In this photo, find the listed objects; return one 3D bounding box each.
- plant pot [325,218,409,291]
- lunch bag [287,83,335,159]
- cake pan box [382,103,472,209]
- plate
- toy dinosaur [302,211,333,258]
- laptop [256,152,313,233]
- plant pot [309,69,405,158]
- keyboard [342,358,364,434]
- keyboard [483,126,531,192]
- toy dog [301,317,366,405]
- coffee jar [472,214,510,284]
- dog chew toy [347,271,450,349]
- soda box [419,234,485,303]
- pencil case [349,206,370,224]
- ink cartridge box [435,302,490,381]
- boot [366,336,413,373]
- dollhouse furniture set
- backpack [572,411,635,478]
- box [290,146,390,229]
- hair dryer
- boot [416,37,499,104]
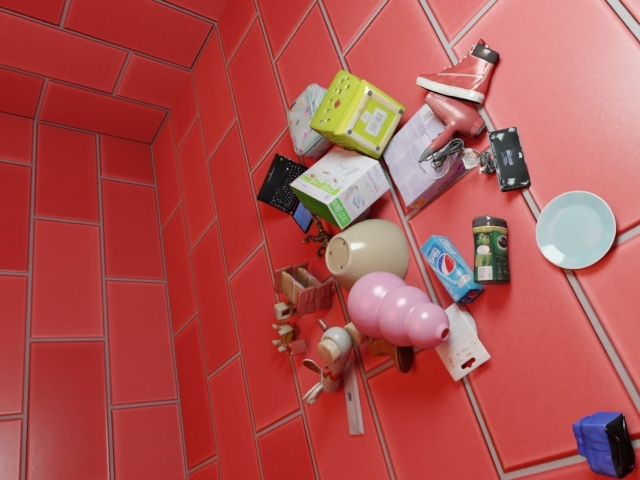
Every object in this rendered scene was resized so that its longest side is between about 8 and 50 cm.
[{"bbox_3d":[0.129,0.058,1.675,0.284,0.191,0.283,-11,76,52],"label":"plant pot"},{"bbox_3d":[-0.029,-0.495,2.046,0.224,0.108,0.279,-38,55,43],"label":"lunch bag"},{"bbox_3d":[0.325,-0.272,1.576,0.246,0.070,0.266,-45,51,36],"label":"cake pan box"},{"bbox_3d":[0.610,-0.025,1.190,0.188,0.024,0.188,-11,77,51],"label":"plate"},{"bbox_3d":[0.000,0.000,1.936,0.118,0.064,0.268,-45,71,34],"label":"toy dinosaur"},{"bbox_3d":[-0.124,-0.198,2.096,0.136,0.265,0.234,-74,10,-66],"label":"laptop"},{"bbox_3d":[0.136,-0.412,1.668,0.228,0.227,0.207,-61,31,8],"label":"plant pot"},{"bbox_3d":[0.112,0.554,1.763,0.072,0.014,0.255,-32,59,52],"label":"keyboard"},{"bbox_3d":[0.494,-0.218,1.346,0.108,0.023,0.180,-10,71,13],"label":"keyboard"},{"bbox_3d":[0.023,0.396,1.737,0.161,0.220,0.333,44,119,29],"label":"toy dog"},{"bbox_3d":[0.454,0.025,1.328,0.079,0.096,0.184,-9,76,49],"label":"coffee jar"},{"bbox_3d":[0.232,0.215,1.451,0.332,0.207,0.206,21,101,50],"label":"dog chew toy"},{"bbox_3d":[0.379,0.082,1.438,0.067,0.071,0.210,-56,44,31],"label":"soda box"},{"bbox_3d":[0.068,-0.142,1.855,0.273,0.114,0.124,25,88,51],"label":"pencil case"},{"bbox_3d":[0.395,0.287,1.418,0.145,0.045,0.179,-51,56,35],"label":"ink cartridge box"},{"bbox_3d":[0.218,0.354,1.609,0.152,0.073,0.197,-40,42,41],"label":"boot"},{"bbox_3d":[-0.077,0.296,1.978,0.201,0.152,0.373,38,131,49],"label":"dollhouse furniture set"},{"bbox_3d":[0.607,0.437,1.061,0.101,0.098,0.120,-26,76,58],"label":"backpack"},{"bbox_3d":[0.062,-0.190,1.708,0.231,0.126,0.262,-41,35,-12],"label":"box"},{"bbox_3d":[0.367,-0.309,1.404,0.080,0.224,0.293,111,150,-58],"label":"hair dryer"},{"bbox_3d":[0.411,-0.518,1.491,0.244,0.089,0.176,29,107,43],"label":"boot"}]
